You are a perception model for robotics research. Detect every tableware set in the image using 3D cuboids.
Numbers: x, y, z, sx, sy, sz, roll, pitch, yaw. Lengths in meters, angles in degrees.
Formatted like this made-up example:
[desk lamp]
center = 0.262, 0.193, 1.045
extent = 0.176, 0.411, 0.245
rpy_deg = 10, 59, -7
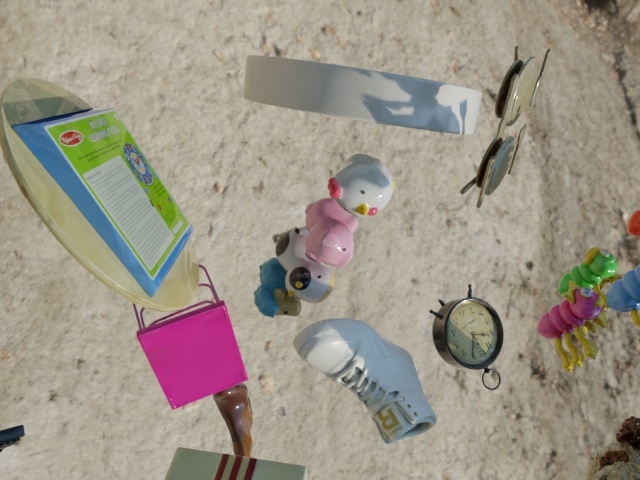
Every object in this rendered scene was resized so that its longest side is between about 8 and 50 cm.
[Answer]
[tableware set]
center = 0.237, -0.149, 0.722
extent = 0.039, 0.194, 0.128
rpy_deg = 27, 44, 26

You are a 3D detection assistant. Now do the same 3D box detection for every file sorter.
[file sorter]
center = -0.326, 0.234, 1.356
extent = 0.202, 0.291, 0.182
rpy_deg = -19, 42, -14

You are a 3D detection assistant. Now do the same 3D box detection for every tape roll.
[tape roll]
center = 0.065, -0.242, 0.904
extent = 0.391, 0.392, 0.072
rpy_deg = -6, 112, -43

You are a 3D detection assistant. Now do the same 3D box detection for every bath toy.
[bath toy]
center = 0.000, 0.000, 0.959
extent = 0.129, 0.348, 0.151
rpy_deg = -18, 64, -49

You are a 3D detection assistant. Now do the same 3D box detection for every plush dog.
[plush dog]
center = 0.527, 0.425, 0.883
extent = 0.210, 0.263, 0.225
rpy_deg = 21, 18, -16

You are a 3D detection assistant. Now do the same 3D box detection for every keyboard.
[keyboard]
center = -0.503, 0.295, 0.749
extent = 0.023, 0.108, 0.180
rpy_deg = 58, 23, 17

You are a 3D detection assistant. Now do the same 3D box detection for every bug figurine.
[bug figurine]
center = 0.350, 0.034, 0.637
extent = 0.072, 0.216, 0.279
rpy_deg = 43, 41, 9

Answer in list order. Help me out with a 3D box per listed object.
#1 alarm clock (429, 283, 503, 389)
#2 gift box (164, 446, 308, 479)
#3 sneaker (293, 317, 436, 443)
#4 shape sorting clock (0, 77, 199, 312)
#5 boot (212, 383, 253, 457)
[alarm clock]
center = 0.279, 0.190, 1.011
extent = 0.129, 0.064, 0.192
rpy_deg = -27, 88, -24
[gift box]
center = -0.162, 0.504, 0.827
extent = 0.258, 0.276, 0.255
rpy_deg = -76, 164, -53
[sneaker]
center = 0.089, 0.239, 0.900
extent = 0.292, 0.108, 0.169
rpy_deg = 27, 28, -39
[shape sorting clock]
center = -0.164, -0.034, 0.426
extent = 0.206, 0.040, 0.206
rpy_deg = 61, 7, -13
[boot]
center = -0.239, 0.560, 1.527
extent = 0.096, 0.264, 0.281
rpy_deg = -7, 54, -5
